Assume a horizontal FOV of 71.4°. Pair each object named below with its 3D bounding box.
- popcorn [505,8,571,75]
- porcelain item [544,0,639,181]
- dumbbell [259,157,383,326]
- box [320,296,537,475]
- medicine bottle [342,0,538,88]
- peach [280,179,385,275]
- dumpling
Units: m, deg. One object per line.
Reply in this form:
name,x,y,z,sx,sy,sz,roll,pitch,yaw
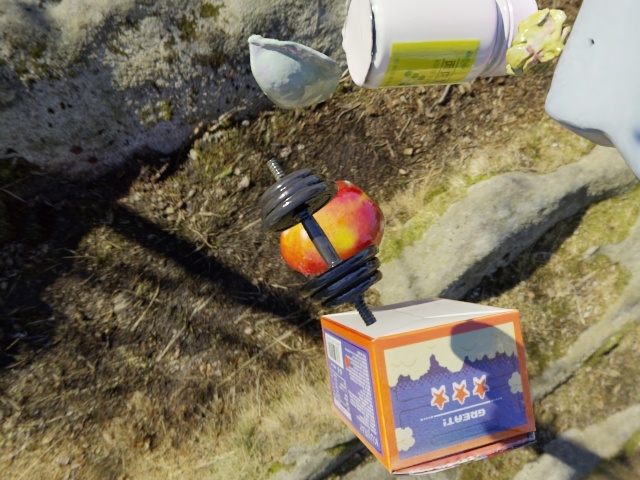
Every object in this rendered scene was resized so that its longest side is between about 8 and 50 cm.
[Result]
popcorn,0.371,-0.339,0.765,0.089,0.097,0.109,14,129,10
porcelain item,0.315,-0.049,0.183,0.178,0.405,0.242,-10,128,-23
dumbbell,0.000,0.000,0.481,0.099,0.099,0.208,-31,84,-12
box,0.206,0.282,0.966,0.319,0.349,0.257,-6,89,-17
medicine bottle,0.254,-0.452,0.977,0.379,0.213,0.213,-8,92,-12
peach,0.022,-0.013,0.954,0.226,0.196,0.190,-44,77,3
dumpling,-0.047,-0.326,0.848,0.149,0.217,0.105,-30,65,15
